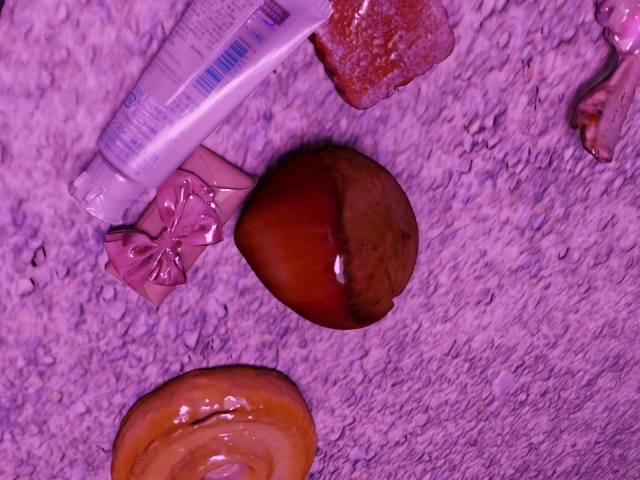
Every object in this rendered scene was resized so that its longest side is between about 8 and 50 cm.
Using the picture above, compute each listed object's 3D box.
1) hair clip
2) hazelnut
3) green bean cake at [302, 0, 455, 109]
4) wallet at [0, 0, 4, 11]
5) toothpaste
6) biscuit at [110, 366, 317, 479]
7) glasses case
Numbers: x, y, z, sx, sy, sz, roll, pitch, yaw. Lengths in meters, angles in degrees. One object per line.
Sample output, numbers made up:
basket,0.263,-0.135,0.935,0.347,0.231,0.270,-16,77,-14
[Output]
hair clip,0.378,-0.241,0.678,0.173,0.069,0.300,19,102,-30
hazelnut,0.000,0.000,0.637,0.208,0.208,0.208,-9,123,-15
green bean cake,0.057,-0.219,0.582,0.136,0.056,0.135,-33,124,2
wallet,-0.394,-0.256,0.402,0.321,0.044,0.170,15,115,-31
toothpaste,-0.127,-0.144,0.551,0.114,0.073,0.299,44,101,2
biscuit,-0.145,0.312,0.819,0.296,0.102,0.296,-8,121,-13
glasses case,-0.163,-0.013,0.622,0.102,0.070,0.193,32,105,-32
